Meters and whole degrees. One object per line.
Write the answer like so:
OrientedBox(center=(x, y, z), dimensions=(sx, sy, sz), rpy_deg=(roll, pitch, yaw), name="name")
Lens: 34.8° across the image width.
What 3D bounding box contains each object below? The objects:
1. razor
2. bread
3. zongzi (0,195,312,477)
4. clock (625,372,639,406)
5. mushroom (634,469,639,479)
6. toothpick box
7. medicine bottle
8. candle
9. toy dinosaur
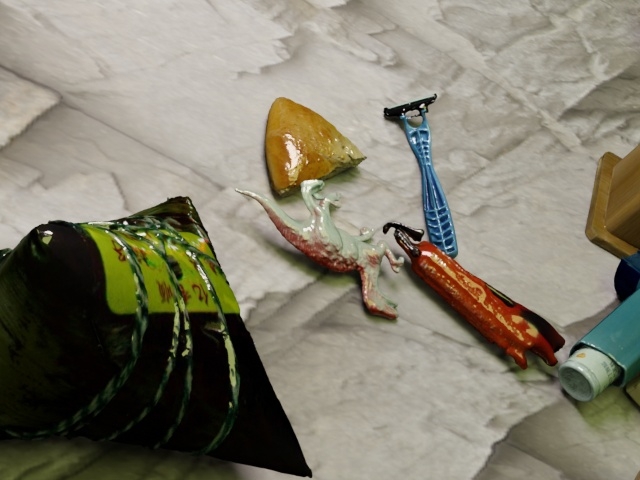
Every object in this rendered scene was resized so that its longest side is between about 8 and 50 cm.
OrientedBox(center=(0.156, -0.089, 1.452), dimensions=(0.082, 0.042, 0.253), rpy_deg=(-16, 65, 11), name="razor")
OrientedBox(center=(-0.024, -0.139, 1.381), dimensions=(0.154, 0.054, 0.136), rpy_deg=(-21, 70, -38), name="bread")
OrientedBox(center=(-0.174, 0.135, 1.040), dimensions=(0.362, 0.319, 0.383), rpy_deg=(53, 34, 11), name="zongzi")
OrientedBox(center=(0.637, 0.192, 1.488), dimensions=(0.379, 0.120, 0.276), rpy_deg=(-35, 78, -34), name="clock")
OrientedBox(center=(0.443, 0.392, 1.142), dimensions=(0.353, 0.325, 0.353), rpy_deg=(0, 90, -25), name="mushroom")
OrientedBox(center=(0.565, -0.101, 1.510), dimensions=(0.190, 0.308, 0.187), rpy_deg=(29, 53, -8), name="toothpick box")
OrientedBox(center=(0.422, 0.122, 1.432), dimensions=(0.124, 0.079, 0.258), rpy_deg=(32, 54, 33), name="medicine bottle")
OrientedBox(center=(0.205, 0.070, 1.375), dimensions=(0.302, 0.059, 0.084), rpy_deg=(40, 40, -4), name="candle")
OrientedBox(center=(0.000, 0.000, 1.306), dimensions=(0.242, 0.053, 0.167), rpy_deg=(16, 63, -30), name="toy dinosaur")
